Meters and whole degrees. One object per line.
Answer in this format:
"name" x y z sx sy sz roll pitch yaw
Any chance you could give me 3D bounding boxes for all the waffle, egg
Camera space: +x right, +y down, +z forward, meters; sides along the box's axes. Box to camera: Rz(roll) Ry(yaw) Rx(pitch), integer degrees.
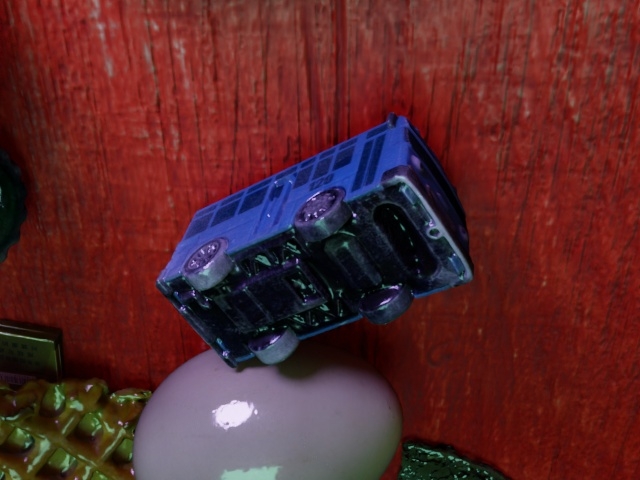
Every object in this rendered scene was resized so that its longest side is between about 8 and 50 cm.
"waffle" -0.301 0.278 0.861 0.325 0.068 0.302 -7 110 -19
"egg" -0.048 0.182 0.764 0.254 0.188 0.188 -17 120 11

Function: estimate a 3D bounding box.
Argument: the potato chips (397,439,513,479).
"potato chips" 0.118 0.313 0.927 0.202 0.029 0.220 38 119 -20

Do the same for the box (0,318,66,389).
"box" -0.315 0.141 0.875 0.090 0.023 0.133 9 125 4

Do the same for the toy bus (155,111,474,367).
"toy bus" 0.000 0.000 0.666 0.234 0.133 0.116 -23 118 27

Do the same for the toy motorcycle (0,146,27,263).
"toy motorcycle" -0.348 -0.117 0.582 0.169 0.237 0.410 15 130 32
